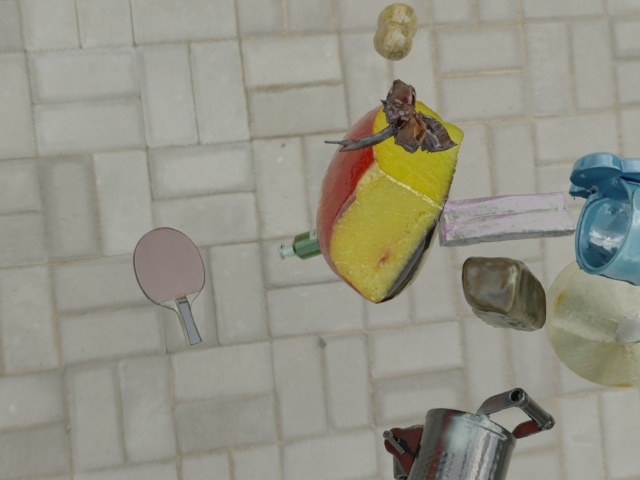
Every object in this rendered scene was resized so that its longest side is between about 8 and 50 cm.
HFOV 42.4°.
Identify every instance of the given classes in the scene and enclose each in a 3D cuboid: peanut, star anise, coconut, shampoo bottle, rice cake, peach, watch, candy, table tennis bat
[{"bbox_3d":[0.147,-0.406,1.602,0.089,0.193,0.089,5,129,6],"label":"peanut"},{"bbox_3d":[0.107,-0.152,1.248,0.140,0.158,0.144,47,116,7],"label":"star anise"},{"bbox_3d":[0.642,0.169,1.812,0.323,0.323,0.323,0,91,-10],"label":"coconut"},{"bbox_3d":[0.000,0.000,1.851,0.204,0.065,0.065,-18,94,16],"label":"shampoo bottle"},{"bbox_3d":[0.410,-0.048,1.846,0.298,0.050,0.106,-6,66,7],"label":"rice cake"},{"bbox_3d":[0.115,-0.077,1.617,0.242,0.306,0.380,24,49,-8],"label":"peach"},{"bbox_3d":[0.488,-0.027,1.330,0.211,0.211,0.193,13,74,-10],"label":"watch"},{"bbox_3d":[0.329,0.097,1.471,0.104,0.234,0.102,4,77,30],"label":"candy"},{"bbox_3d":[-0.187,0.059,1.063,0.095,0.014,0.158,-16,84,-38],"label":"table tennis bat"}]

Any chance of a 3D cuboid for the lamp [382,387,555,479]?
[{"bbox_3d":[0.304,0.500,1.766,0.205,0.374,0.272,40,42,-39],"label":"lamp"}]
